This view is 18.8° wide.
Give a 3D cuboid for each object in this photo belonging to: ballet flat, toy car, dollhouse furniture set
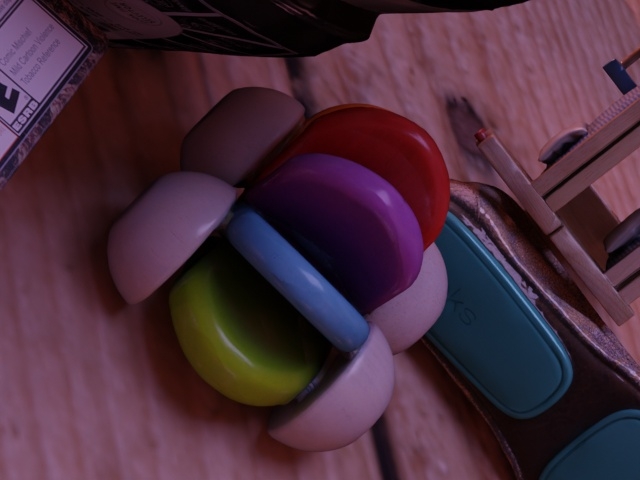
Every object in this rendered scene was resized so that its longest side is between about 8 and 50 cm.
[{"bbox_3d":[0.149,0.093,1.063,0.316,0.107,0.106,58,26,6],"label":"ballet flat"},{"bbox_3d":[0.000,0.000,0.951,0.159,0.136,0.182,45,43,-10],"label":"toy car"},{"bbox_3d":[0.177,-0.049,1.111,0.129,0.129,0.184,52,7,0],"label":"dollhouse furniture set"}]

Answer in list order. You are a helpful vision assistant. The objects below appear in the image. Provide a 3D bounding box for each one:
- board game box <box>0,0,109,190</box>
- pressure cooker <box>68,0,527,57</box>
[{"bbox_3d":[-0.268,-0.079,0.746,0.291,0.141,0.232,42,40,-12],"label":"board game box"},{"bbox_3d":[-0.055,-0.279,0.908,0.375,0.420,0.369,-28,113,-41],"label":"pressure cooker"}]
